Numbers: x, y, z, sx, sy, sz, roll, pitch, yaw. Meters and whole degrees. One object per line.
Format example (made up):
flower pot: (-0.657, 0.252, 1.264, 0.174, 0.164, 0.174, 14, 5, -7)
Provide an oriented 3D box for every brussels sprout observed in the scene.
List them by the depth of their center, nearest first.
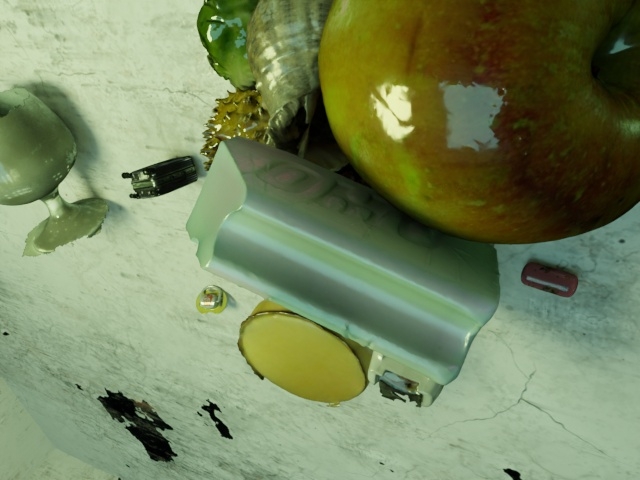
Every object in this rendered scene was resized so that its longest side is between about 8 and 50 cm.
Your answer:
brussels sprout: (-0.111, -0.298, 0.897, 0.139, 0.100, 0.181, 9, 129, 8)

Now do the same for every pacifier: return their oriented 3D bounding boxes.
pacifier: (-0.253, 0.144, 1.443, 0.083, 0.068, 0.064, -3, 161, 19)

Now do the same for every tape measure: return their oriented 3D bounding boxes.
tape measure: (0.177, 0.081, 0.913, 0.130, 0.258, 0.265, 21, 137, 21)

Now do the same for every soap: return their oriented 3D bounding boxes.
soap: (0.018, 0.004, 0.693, 0.346, 0.208, 0.115, 25, 110, 7)

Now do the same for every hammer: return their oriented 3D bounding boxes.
hammer: (0.354, 0.061, 0.940, 0.083, 0.043, 0.043, 16, 135, 20)

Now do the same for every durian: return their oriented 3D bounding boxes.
durian: (-0.132, -0.137, 0.998, 0.191, 0.112, 0.341, 48, 157, -23)

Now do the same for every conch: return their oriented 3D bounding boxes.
conch: (-0.014, -0.232, 0.819, 0.159, 0.210, 0.291, 30, 102, 40)

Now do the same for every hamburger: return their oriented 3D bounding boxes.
hamburger: (-0.014, 0.183, 1.199, 0.261, 0.186, 0.303, 37, 134, -5)

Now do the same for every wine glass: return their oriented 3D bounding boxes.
wine glass: (-0.616, -0.145, 1.291, 0.238, 0.238, 0.323, 6, 134, 31)

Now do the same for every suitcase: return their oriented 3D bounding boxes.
suitcase: (-0.304, -0.123, 1.168, 0.086, 0.126, 0.059, -2, 110, 36)

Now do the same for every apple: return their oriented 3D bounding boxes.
apple: (0.186, -0.173, 0.656, 0.384, 0.374, 0.374, 12, 153, -34)

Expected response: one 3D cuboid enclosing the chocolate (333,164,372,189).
chocolate: (0.000, 0.000, 1.029, 0.206, 0.177, 0.224, 19, 135, 20)
